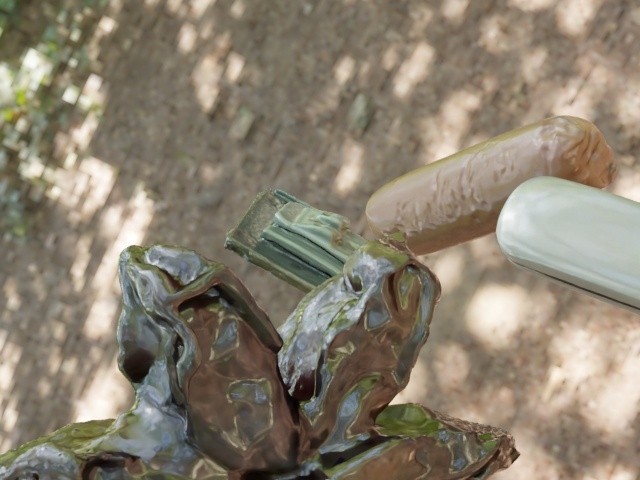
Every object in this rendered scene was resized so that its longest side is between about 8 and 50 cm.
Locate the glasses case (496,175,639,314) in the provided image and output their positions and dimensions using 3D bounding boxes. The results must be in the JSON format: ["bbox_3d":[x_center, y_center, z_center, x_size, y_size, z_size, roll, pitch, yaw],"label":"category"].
[{"bbox_3d":[0.234,0.009,1.230,0.204,0.051,0.081,23,74,26],"label":"glasses case"}]

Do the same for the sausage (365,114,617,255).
[{"bbox_3d":[0.153,-0.047,1.470,0.289,0.086,0.086,-22,48,50],"label":"sausage"}]

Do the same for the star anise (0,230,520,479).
[{"bbox_3d":[-0.014,0.086,0.681,0.220,0.214,0.099,-43,30,-15],"label":"star anise"}]

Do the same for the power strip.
[{"bbox_3d":[0.000,0.000,2.041,0.064,0.213,0.198,-63,-2,26],"label":"power strip"}]
